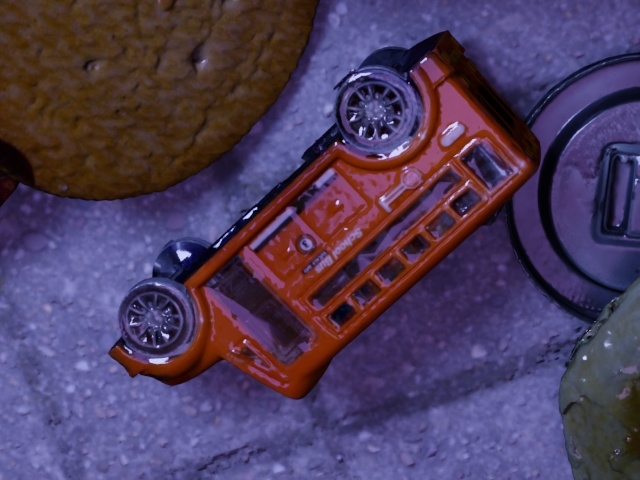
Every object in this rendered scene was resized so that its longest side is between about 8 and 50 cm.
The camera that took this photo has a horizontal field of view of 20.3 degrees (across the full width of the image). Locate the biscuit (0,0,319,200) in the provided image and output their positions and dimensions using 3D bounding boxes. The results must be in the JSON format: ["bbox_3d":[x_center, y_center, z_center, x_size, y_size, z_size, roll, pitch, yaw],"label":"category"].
[{"bbox_3d":[-0.126,-0.166,1.243,0.305,0.038,0.305,-20,127,-29],"label":"biscuit"}]

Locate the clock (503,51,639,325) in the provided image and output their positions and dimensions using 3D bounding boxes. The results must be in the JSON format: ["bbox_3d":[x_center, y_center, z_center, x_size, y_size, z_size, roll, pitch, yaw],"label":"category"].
[{"bbox_3d":[0.243,-0.036,1.346,0.214,0.042,0.215,0,103,2],"label":"clock"}]

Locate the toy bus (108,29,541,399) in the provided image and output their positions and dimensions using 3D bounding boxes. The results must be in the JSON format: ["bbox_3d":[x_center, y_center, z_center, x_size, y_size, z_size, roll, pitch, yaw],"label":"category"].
[{"bbox_3d":[0.000,0.000,1.296,0.329,0.143,0.153,-42,95,14],"label":"toy bus"}]

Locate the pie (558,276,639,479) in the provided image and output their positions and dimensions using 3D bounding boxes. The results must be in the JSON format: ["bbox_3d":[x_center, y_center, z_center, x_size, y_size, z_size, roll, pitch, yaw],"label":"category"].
[{"bbox_3d":[0.320,0.126,1.341,0.306,0.071,0.306,-1,113,-2],"label":"pie"}]

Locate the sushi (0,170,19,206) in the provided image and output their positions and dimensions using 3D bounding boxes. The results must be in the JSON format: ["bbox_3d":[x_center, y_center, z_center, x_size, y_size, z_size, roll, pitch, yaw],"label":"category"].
[{"bbox_3d":[-0.326,-0.065,1.303,0.225,0.126,0.136,-22,128,0],"label":"sushi"}]
